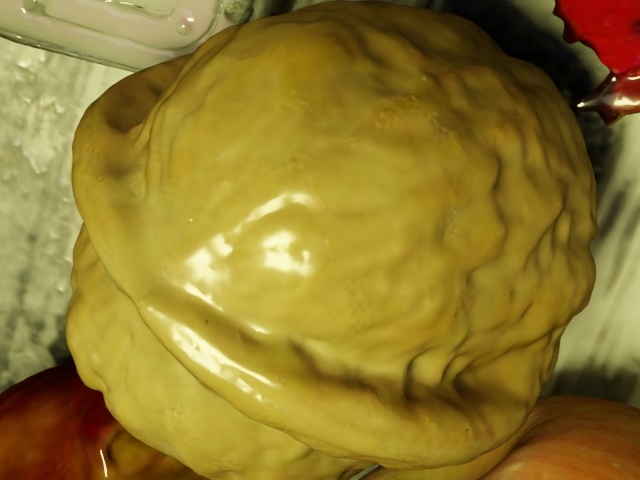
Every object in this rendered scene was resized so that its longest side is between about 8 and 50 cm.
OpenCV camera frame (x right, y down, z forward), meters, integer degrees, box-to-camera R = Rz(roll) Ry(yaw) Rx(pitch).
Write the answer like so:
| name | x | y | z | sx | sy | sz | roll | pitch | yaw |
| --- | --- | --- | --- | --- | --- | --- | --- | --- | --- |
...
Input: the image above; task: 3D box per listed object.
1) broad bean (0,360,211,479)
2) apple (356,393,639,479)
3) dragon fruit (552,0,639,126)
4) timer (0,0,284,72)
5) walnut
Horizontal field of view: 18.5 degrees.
| name | x | y | z | sx | sy | sz | roll | pitch | yaw |
| --- | --- | --- | --- | --- | --- | --- | --- | --- | --- |
| broad bean | -0.100 | 0.124 | 1.006 | 0.228 | 0.156 | 0.122 | -2 | 106 | 52 |
| apple | 0.115 | 0.206 | 0.927 | 0.242 | 0.242 | 0.241 | -24 | 101 | 27 |
| dragon fruit | 0.154 | -0.218 | 0.713 | 0.100 | 0.343 | 0.282 | 30 | 80 | 43 |
| timer | -0.102 | -0.186 | 0.946 | 0.191 | 0.069 | 0.208 | 15 | 114 | 12 |
| walnut | 0.000 | 0.000 | 0.876 | 0.257 | 0.257 | 0.224 | 38 | 120 | 3 |
